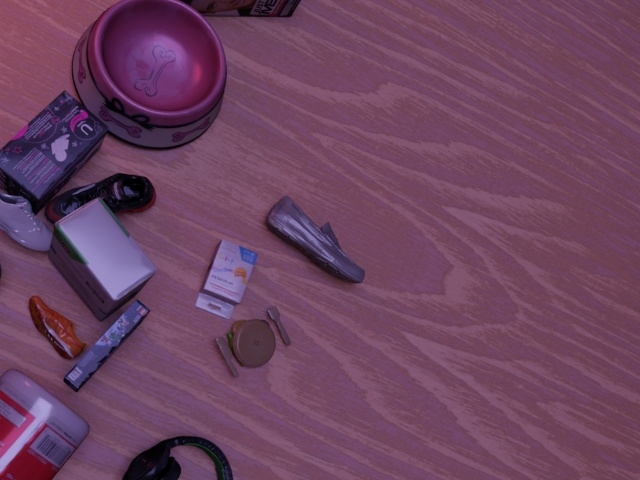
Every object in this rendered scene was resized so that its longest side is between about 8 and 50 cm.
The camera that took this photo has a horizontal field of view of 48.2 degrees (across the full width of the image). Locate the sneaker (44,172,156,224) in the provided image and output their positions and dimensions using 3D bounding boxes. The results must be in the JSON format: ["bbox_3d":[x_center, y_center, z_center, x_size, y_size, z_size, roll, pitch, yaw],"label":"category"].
[{"bbox_3d":[-0.536,-0.105,1.760,0.276,0.135,0.098,-15,85,-23],"label":"sneaker"}]

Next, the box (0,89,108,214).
[{"bbox_3d":[-0.651,-0.207,1.724,0.142,0.163,0.247,42,65,-10],"label":"box"}]

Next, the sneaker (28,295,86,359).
[{"bbox_3d":[-0.627,0.201,1.697,0.175,0.064,0.067,55,45,-7],"label":"sneaker"}]

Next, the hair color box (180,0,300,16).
[{"bbox_3d":[-0.235,-0.721,2.004,0.374,0.185,0.114,-6,80,-23],"label":"hair color box"}]

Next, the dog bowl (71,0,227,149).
[{"bbox_3d":[-0.428,-0.455,1.870,0.407,0.150,0.408,6,75,-24],"label":"dog bowl"}]

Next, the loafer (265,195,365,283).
[{"bbox_3d":[0.000,0.000,1.958,0.319,0.112,0.111,37,75,-9],"label":"loafer"}]

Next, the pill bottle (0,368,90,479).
[{"bbox_3d":[-0.701,0.492,1.493,0.229,0.229,0.408,41,66,-8],"label":"pill bottle"}]

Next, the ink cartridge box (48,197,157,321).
[{"bbox_3d":[-0.510,0.052,1.647,0.121,0.289,0.211,-39,93,-28],"label":"ink cartridge box"}]

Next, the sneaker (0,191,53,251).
[{"bbox_3d":[-0.696,-0.054,1.676,0.212,0.094,0.080,36,21,-32],"label":"sneaker"}]

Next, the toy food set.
[{"bbox_3d":[-0.177,0.264,1.868,0.192,0.038,0.132,-27,95,-30],"label":"toy food set"}]

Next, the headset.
[{"bbox_3d":[-0.397,0.602,1.662,0.394,0.185,0.243,-8,84,-39],"label":"headset"}]

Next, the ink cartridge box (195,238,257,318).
[{"bbox_3d":[-0.245,0.101,1.863,0.104,0.061,0.181,23,70,-15],"label":"ink cartridge box"}]

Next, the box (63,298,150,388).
[{"bbox_3d":[-0.500,0.248,1.671,0.044,0.159,0.233,42,66,-5],"label":"box"}]
